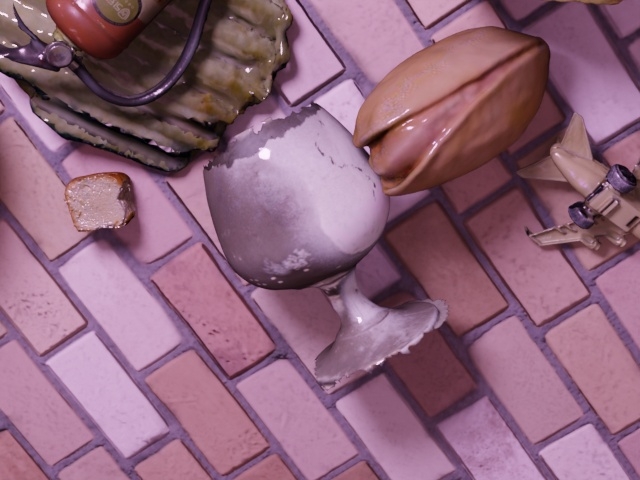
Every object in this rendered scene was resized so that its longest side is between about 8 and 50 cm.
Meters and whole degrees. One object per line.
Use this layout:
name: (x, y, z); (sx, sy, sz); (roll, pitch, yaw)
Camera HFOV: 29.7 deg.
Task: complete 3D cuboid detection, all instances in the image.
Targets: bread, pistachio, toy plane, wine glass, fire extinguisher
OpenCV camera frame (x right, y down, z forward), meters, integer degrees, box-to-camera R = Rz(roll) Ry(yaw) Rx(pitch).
bread: (-0.290, -0.056, 1.598); (0.083, 0.070, 0.077); (-8, 108, 3)
pistachio: (0.165, -0.166, 1.480); (0.293, 0.181, 0.162); (-30, 90, -24)
toy plane: (0.390, -0.052, 1.572); (0.256, 0.104, 0.242); (40, 119, -4)
wine glass: (0.000, 0.000, 1.530); (0.238, 0.238, 0.323); (-24, 104, 9)
fire extinguisher: (-0.197, -0.300, 1.436); (0.376, 0.113, 0.200); (-43, 101, 5)

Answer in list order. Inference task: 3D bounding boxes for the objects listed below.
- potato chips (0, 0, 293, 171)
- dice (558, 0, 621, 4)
potato chips: (-0.252, -0.288, 1.529); (0.429, 0.070, 0.358); (27, 102, -10)
dice: (0.270, -0.395, 1.386); (0.233, 0.238, 0.227); (3, 108, 0)
